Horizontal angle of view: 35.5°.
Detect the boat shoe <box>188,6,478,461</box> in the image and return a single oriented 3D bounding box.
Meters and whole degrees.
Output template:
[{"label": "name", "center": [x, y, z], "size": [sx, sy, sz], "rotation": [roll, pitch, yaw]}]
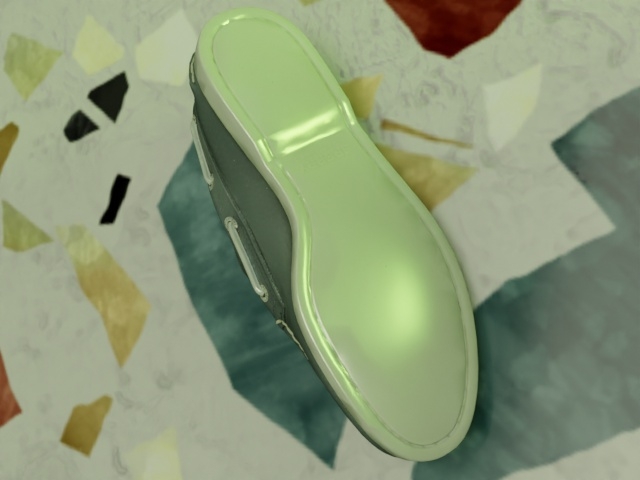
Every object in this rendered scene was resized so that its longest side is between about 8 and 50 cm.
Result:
[{"label": "boat shoe", "center": [0.000, 0.000, 0.665], "size": [0.319, 0.116, 0.099], "rotation": [63, 152, 13]}]
